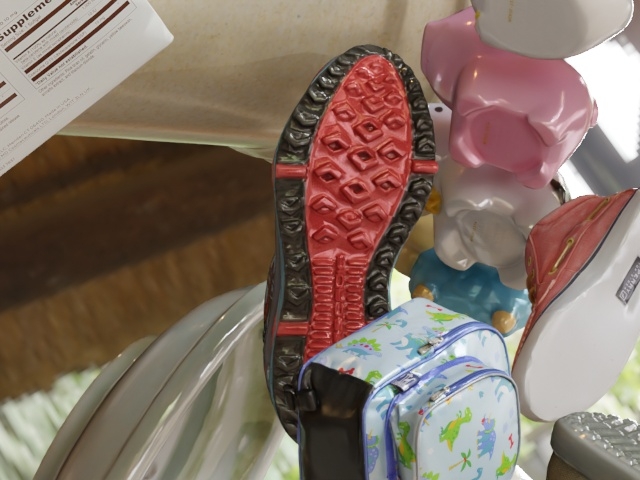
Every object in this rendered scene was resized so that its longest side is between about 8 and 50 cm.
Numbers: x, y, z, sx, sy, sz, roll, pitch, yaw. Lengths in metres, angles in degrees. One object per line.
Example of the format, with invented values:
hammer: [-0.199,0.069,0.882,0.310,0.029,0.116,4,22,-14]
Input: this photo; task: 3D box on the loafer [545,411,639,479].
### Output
loafer: [0.206,0.181,0.892,0.094,0.251,0.087,5,-67,-38]

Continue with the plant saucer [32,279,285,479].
plant saucer: [-0.140,0.188,1.381,0.400,0.100,0.400,-56,-14,-21]

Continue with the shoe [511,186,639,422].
shoe: [0.154,0.038,1.071,0.081,0.063,0.178,-3,45,56]

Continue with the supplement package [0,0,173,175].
supplement package: [-0.211,-0.162,0.838,0.149,0.194,0.203,-38,-38,-1]

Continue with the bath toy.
bath toy: [0.122,-0.095,1.154,0.129,0.151,0.348,-55,-16,-39]

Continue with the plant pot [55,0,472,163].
plant pot: [-0.110,-0.198,1.260,0.305,0.334,0.334,-10,-27,-44]

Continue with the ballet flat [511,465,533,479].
ballet flat: [0.123,0.307,1.346,0.182,0.483,0.164,-4,-14,11]

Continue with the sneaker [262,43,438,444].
sneaker: [0.000,0.000,1.141,0.104,0.262,0.125,8,6,-16]

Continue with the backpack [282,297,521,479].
backpack: [0.050,0.090,0.850,0.114,0.084,0.105,-34,-50,-41]
